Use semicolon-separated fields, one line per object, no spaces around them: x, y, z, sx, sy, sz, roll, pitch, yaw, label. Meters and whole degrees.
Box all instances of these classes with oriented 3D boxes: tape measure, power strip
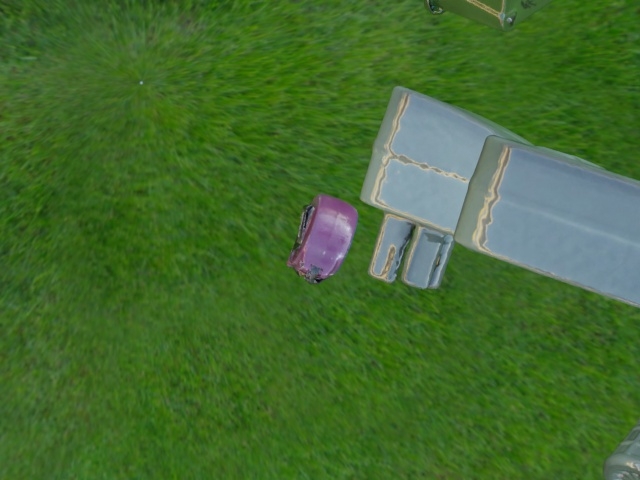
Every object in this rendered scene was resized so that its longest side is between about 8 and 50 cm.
0.000;0.000;1.573;0.074;0.118;0.125;20;87;-10;tape measure
0.154;-0.003;0.800;0.261;0.229;0.141;21;97;23;power strip

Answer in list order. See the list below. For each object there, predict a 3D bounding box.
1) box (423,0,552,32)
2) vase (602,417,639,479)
0.309;-0.510;1.839;0.178;0.328;0.253;35;55;27;box
0.505;0.228;1.557;0.143;0.143;0.299;47;63;-12;vase
